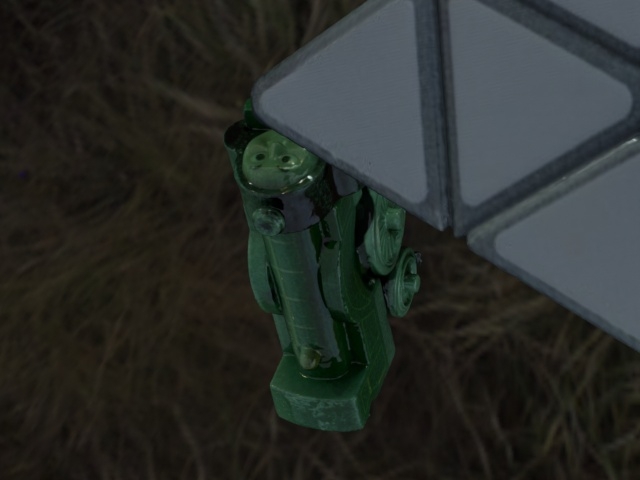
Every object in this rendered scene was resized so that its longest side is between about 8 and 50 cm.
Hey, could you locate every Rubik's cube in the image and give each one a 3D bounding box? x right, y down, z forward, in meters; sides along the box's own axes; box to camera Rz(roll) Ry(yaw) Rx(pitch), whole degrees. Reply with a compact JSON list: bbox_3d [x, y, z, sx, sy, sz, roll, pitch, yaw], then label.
[{"bbox_3d":[0.158,-0.069,0.627,0.229,0.228,0.233,38,81,-29],"label":"Rubik's cube"}]

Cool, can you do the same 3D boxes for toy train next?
[{"bbox_3d":[0.000,0.000,0.788,0.071,0.105,0.178,6,135,21],"label":"toy train"}]
